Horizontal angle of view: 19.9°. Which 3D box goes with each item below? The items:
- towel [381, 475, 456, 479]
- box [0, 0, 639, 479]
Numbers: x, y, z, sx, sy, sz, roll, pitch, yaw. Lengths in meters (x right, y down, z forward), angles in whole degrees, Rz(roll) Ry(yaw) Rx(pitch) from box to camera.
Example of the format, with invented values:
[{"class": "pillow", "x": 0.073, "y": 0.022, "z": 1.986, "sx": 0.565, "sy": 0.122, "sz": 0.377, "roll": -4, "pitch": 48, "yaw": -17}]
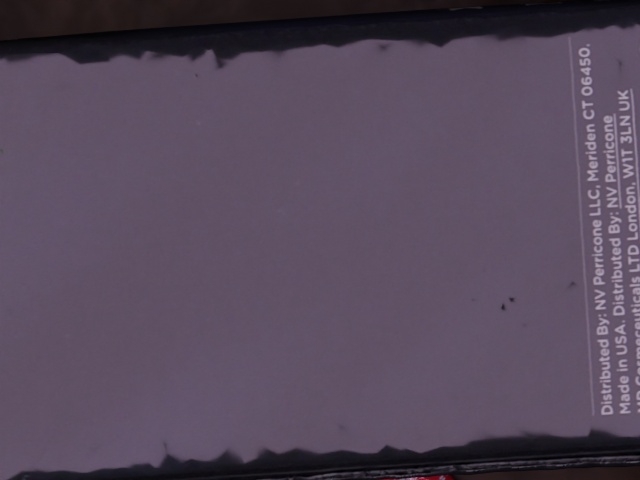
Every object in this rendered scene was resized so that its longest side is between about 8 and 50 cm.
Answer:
[{"class": "towel", "x": 0.060, "y": 0.255, "z": 0.931, "sx": 0.199, "sy": 0.031, "sz": 0.275, "roll": -43, "pitch": 91, "yaw": -1}, {"class": "box", "x": 0.000, "y": 0.000, "z": 0.794, "sx": 0.294, "sy": 0.296, "sz": 0.182, "roll": -5, "pitch": 91, "yaw": -1}]
